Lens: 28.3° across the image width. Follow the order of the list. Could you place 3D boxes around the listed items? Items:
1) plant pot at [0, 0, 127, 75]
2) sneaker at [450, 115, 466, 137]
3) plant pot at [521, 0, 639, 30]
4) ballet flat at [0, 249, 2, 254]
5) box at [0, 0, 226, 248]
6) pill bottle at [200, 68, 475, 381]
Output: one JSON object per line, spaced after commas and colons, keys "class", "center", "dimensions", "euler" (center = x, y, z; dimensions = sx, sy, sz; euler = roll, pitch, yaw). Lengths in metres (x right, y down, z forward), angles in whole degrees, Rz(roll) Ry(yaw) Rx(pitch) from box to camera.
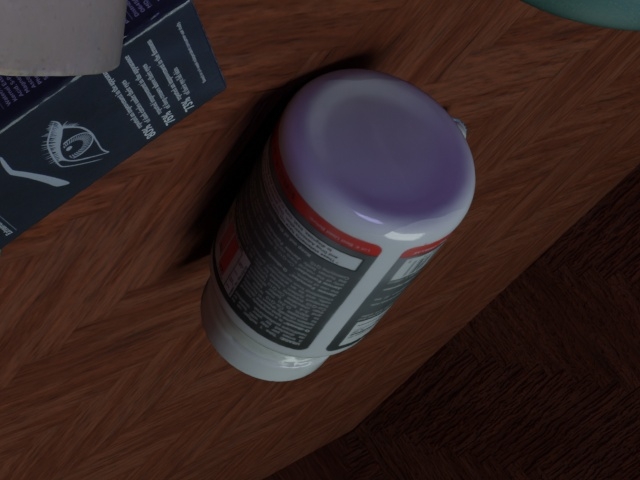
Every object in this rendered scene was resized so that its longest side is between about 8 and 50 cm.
{"class": "plant pot", "center": [-0.186, -0.172, 0.388], "dimensions": [0.284, 0.284, 0.191], "euler": [-9, 114, -61]}
{"class": "sneaker", "center": [0.101, -0.074, 1.613], "dimensions": [0.228, 0.092, 0.087], "euler": [-35, 164, -14]}
{"class": "plant pot", "center": [0.160, -0.274, 0.822], "dimensions": [0.196, 0.293, 0.293], "euler": [-1, 174, 16]}
{"class": "ballet flat", "center": [-0.250, -0.030, 1.015], "dimensions": [0.057, 0.049, 0.173], "euler": [-23, 160, -46]}
{"class": "box", "center": [-0.181, -0.107, 0.825], "dimensions": [0.207, 0.108, 0.153], "euler": [-35, 166, -6]}
{"class": "pill bottle", "center": [0.000, 0.000, 1.375], "dimensions": [0.210, 0.210, 0.363], "euler": [-26, 162, -36]}
